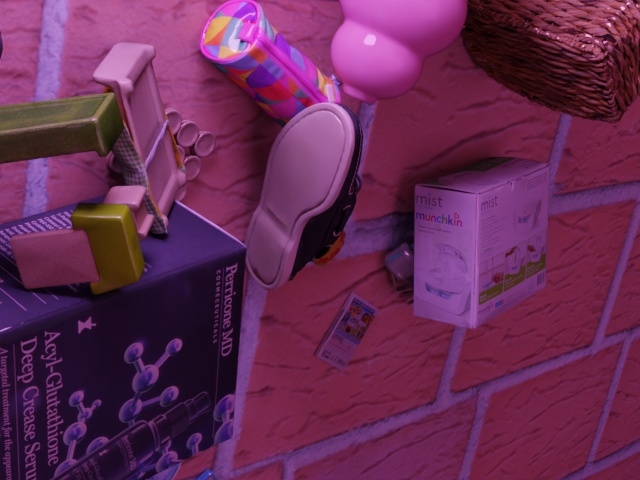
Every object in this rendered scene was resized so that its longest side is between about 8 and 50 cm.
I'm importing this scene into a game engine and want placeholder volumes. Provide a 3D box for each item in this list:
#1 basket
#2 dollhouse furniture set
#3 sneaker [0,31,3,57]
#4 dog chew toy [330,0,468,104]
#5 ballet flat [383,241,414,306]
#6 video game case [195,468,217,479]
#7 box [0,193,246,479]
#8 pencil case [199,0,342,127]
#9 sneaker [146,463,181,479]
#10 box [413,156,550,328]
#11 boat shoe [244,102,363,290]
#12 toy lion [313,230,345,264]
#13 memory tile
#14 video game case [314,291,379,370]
[{"bbox_3d":[0.396,-0.340,1.787,0.223,0.299,0.213,-51,141,-13],"label":"basket"},{"bbox_3d":[-0.267,-0.088,1.304,0.301,0.151,0.197,-81,162,-64],"label":"dollhouse furniture set"},{"bbox_3d":[-0.418,-0.104,1.160,0.300,0.121,0.111,-53,142,-10],"label":"sneaker"},{"bbox_3d":[0.121,-0.341,1.557,0.207,0.207,0.331,14,103,-51],"label":"dog chew toy"},{"bbox_3d":[0.163,0.077,1.987,0.068,0.072,0.213,-30,139,5],"label":"ballet flat"},{"bbox_3d":[-0.216,0.452,1.819,0.166,0.015,0.119,-42,138,-22],"label":"video game case"},{"bbox_3d":[-0.307,0.142,1.359,0.395,0.212,0.293,-21,129,-39],"label":"box"},{"bbox_3d":[-0.057,-0.221,1.515,0.236,0.104,0.104,34,86,-51],"label":"pencil case"},{"bbox_3d":[-0.261,0.334,1.643,0.162,0.063,0.073,-41,153,-25],"label":"sneaker"},{"bbox_3d":[0.277,-0.004,1.941,0.262,0.127,0.231,-22,116,-50],"label":"box"},{"bbox_3d":[-0.002,-0.066,1.592,0.113,0.127,0.340,-20,145,-38],"label":"boat shoe"},{"bbox_3d":[0.000,0.000,1.774,0.100,0.034,0.096,-26,137,-37],"label":"toy lion"},{"bbox_3d":[-0.204,-0.114,1.485,0.148,0.012,0.113,32,87,-53],"label":"memory tile"},{"bbox_3d":[0.045,0.153,1.931,0.122,0.011,0.087,-59,141,-3],"label":"video game case"}]
